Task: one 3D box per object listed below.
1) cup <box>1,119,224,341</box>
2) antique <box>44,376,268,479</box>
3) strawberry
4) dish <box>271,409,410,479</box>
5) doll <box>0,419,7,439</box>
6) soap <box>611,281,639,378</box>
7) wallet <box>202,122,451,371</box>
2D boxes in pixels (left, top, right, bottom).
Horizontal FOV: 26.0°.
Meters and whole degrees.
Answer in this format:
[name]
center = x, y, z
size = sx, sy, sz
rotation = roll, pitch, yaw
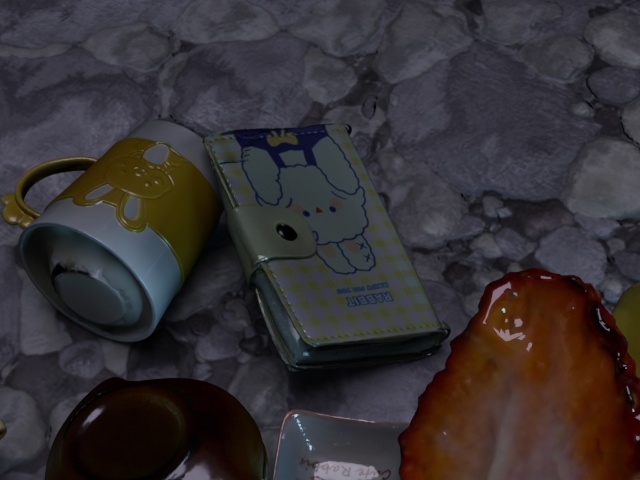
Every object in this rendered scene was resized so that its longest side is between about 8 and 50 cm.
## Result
[cup]
center = -0.241, -0.029, 1.615
size = 0.241, 0.185, 0.226
rotation = 28, 54, 11
[antique]
center = -0.168, 0.238, 1.420
size = 0.223, 0.129, 0.278
rotation = -39, 42, -13
[strawberry]
center = 0.225, 0.197, 1.377
size = 0.265, 0.149, 0.336
rotation = 6, 91, 28
[dish]
center = 0.020, 0.289, 1.437
size = 0.151, 0.077, 0.212
rotation = 6, 55, 6
[doll]
center = -0.474, 0.273, 1.450
size = 0.271, 0.208, 0.144
rotation = -45, 65, 16
[soap]
center = 0.452, 0.208, 1.295
size = 0.115, 0.306, 0.427
rotation = -7, 21, -38
[wallet]
center = 0.000, 0.000, 1.588
size = 0.223, 0.077, 0.309
rotation = -6, 57, -33
